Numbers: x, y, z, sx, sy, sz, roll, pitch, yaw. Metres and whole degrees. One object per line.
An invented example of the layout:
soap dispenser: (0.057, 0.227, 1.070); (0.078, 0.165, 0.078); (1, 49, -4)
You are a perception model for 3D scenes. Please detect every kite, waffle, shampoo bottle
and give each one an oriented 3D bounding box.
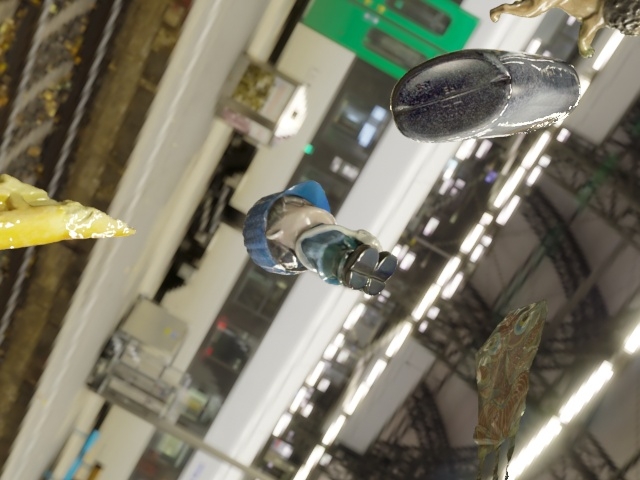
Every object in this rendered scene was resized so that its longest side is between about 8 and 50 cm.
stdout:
kite: (0.141, 0.160, 0.876); (0.127, 0.016, 0.229); (123, -16, -61)
waffle: (-0.231, -0.044, 0.726); (0.191, 0.125, 0.032); (-10, 148, -32)
shampoo bottle: (0.116, -0.092, 0.695); (0.087, 0.049, 0.234); (-14, -179, 24)

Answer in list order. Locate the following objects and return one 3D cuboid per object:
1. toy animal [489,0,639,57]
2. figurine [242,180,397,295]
toy animal: (0.245, -0.237, 1.100); (0.086, 0.220, 0.069); (65, 38, -60)
figurine: (-0.004, 0.008, 0.851); (0.136, 0.077, 0.079); (44, -72, 43)
